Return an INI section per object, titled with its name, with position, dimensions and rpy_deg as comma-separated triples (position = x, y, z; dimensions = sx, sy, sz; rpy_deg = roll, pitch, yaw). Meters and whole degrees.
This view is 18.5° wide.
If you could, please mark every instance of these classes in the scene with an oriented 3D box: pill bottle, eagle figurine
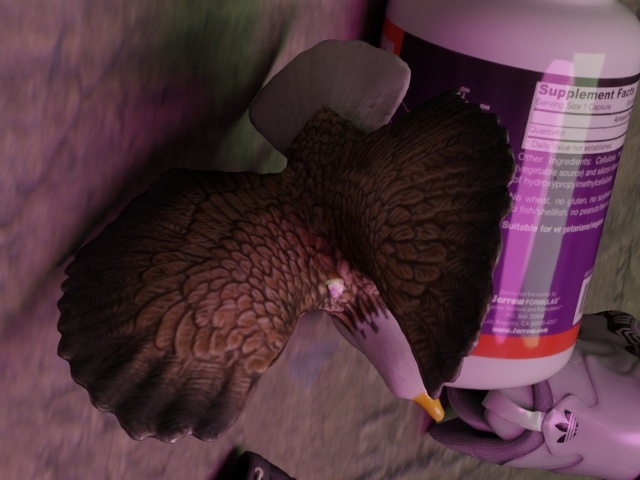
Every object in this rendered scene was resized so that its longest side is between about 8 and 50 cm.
[pill bottle]
position = 0.118, -0.071, 1.363
dimensions = 0.181, 0.181, 0.323
rpy_deg = -26, 130, -61
[eagle figurine]
position = 0.008, 0.007, 1.095
dimensions = 0.226, 0.225, 0.298
rpy_deg = -62, 167, 6

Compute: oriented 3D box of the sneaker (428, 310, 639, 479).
[sneaker]
position = 0.204, 0.127, 1.811
dimensions = 0.366, 0.210, 0.137
rpy_deg = -133, -122, -75

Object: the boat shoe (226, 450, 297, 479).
[boat shoe]
position = -0.084, 0.225, 1.310
dimensions = 0.065, 0.075, 0.206
rpy_deg = 50, 55, -14
